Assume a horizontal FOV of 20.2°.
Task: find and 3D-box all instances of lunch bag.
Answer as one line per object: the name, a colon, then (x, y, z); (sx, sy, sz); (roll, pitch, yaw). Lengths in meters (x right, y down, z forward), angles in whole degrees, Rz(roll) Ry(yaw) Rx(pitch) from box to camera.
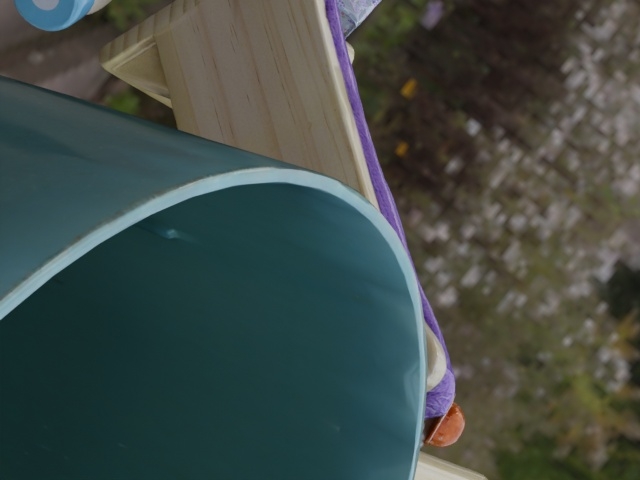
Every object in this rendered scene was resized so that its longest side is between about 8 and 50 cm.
lunch bag: (0.017, -0.247, 1.726); (0.071, 0.083, 0.053); (-51, -173, -27)

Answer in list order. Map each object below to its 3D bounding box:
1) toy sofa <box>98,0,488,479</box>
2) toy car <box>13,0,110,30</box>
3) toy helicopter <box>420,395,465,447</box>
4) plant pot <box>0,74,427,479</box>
toy sofa: (0.000, 0.000, 1.114); (0.177, 0.362, 0.150); (-30, 147, 23)
toy car: (-0.241, -0.350, 1.655); (0.210, 0.238, 0.219); (-47, -178, 32)
toy helicopter: (0.029, 0.146, 1.449); (0.140, 0.235, 0.355); (-62, -159, 19)
plant pot: (-0.148, 0.075, 0.527); (0.293, 0.235, 0.293); (-39, 142, -39)
